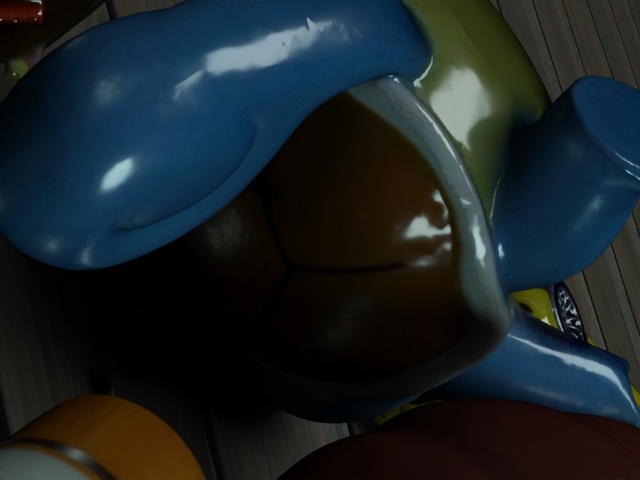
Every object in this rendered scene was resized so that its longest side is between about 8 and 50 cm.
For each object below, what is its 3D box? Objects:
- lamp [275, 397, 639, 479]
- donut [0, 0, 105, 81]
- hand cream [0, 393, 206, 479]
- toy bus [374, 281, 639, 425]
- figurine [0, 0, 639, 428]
[{"bbox_3d":[0.072,0.215,0.585,0.303,0.257,0.303,-2,94,-30],"label":"lamp"},{"bbox_3d":[-0.121,-0.139,0.487,0.136,0.259,0.345,52,24,-7],"label":"donut"},{"bbox_3d":[-0.135,0.152,0.429,0.140,0.089,0.314,65,28,-5],"label":"hand cream"},{"bbox_3d":[0.157,0.156,0.976,0.331,0.145,0.151,41,37,-48],"label":"toy bus"},{"bbox_3d":[0.029,-0.027,0.633,0.298,0.243,0.416,51,0,18],"label":"figurine"}]
